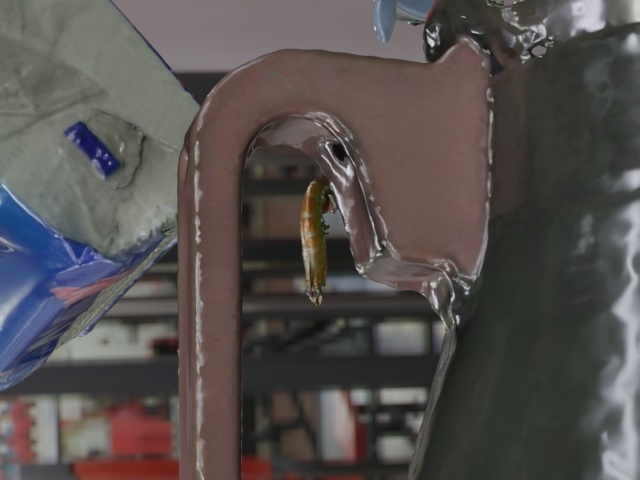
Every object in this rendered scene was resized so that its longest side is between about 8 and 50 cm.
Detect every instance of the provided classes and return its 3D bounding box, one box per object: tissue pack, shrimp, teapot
[{"bbox_3d":[-0.187,-0.036,1.104,0.209,0.137,0.269,48,148,-3],"label":"tissue pack"},{"bbox_3d":[0.000,0.000,1.898,0.091,0.025,0.127,-48,-39,-67],"label":"shrimp"},{"bbox_3d":[0.128,0.061,0.781,0.305,0.376,0.362,124,149,-68],"label":"teapot"}]

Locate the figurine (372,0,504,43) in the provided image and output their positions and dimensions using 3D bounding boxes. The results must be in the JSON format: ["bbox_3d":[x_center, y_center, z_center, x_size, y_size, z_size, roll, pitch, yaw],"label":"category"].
[{"bbox_3d":[0.108,-0.227,1.520,0.184,0.208,0.128,-39,45,52],"label":"figurine"}]
